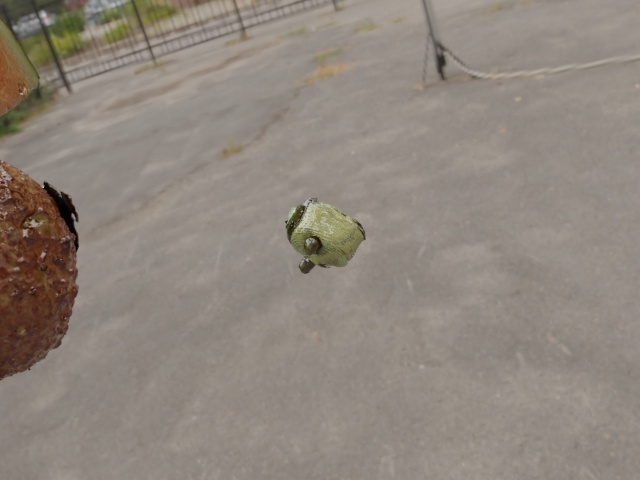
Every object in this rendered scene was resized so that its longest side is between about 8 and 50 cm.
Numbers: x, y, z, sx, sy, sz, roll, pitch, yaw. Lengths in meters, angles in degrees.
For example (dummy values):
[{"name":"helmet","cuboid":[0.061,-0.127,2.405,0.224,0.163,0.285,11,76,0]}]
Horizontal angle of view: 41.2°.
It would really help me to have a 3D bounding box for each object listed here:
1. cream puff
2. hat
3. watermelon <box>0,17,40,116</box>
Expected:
[{"name":"cream puff","cuboid":[-0.482,0.052,1.096,0.350,0.351,0.229,-18,16,-1]},{"name":"hat","cuboid":[-0.001,0.000,0.867,0.077,0.076,0.059,-28,34,62]},{"name":"watermelon","cuboid":[-0.405,-0.211,0.892,0.159,0.129,0.303,20,16,-4]}]
